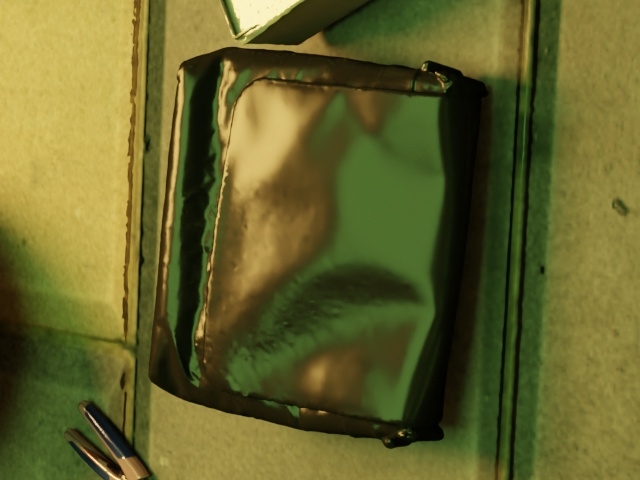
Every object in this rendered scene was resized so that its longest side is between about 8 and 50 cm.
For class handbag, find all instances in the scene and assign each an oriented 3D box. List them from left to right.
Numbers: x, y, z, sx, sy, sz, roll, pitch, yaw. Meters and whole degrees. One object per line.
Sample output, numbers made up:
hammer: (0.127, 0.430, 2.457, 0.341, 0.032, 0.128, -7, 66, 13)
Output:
handbag: (0.000, 0.000, 1.237, 0.223, 0.080, 0.247, 9, 96, 31)

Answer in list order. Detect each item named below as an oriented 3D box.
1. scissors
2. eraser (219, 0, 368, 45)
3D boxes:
scissors: (-0.151, 0.167, 1.405, 0.113, 0.012, 0.039, 43, 118, 29)
eraser: (-0.040, -0.280, 1.242, 0.130, 0.086, 0.287, -30, 74, 38)
